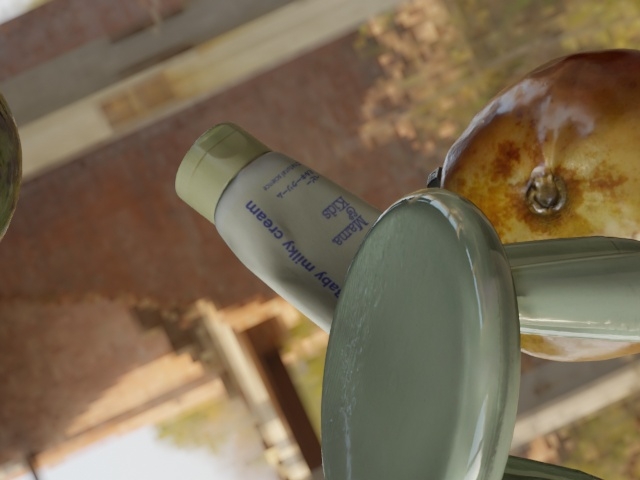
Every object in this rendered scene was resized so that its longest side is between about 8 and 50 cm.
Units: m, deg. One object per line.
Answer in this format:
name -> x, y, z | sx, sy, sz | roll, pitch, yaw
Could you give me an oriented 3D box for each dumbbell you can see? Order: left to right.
dumbbell -> 0.141, -0.068, 1.918 | 0.040, 0.083, 0.036 | 19, -138, -40

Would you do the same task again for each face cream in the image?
face cream -> 0.000, 0.000, 1.422 | 0.224, 0.114, 0.070 | 36, 150, 24

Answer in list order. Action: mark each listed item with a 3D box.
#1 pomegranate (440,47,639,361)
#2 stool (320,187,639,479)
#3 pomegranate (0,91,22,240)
pomegranate -> 0.230, -0.025, 1.508 | 0.270, 0.252, 0.229 | -1, -108, -53
stool -> 0.123, 0.078, 1.005 | 0.195, 0.198, 0.195 | -173, 89, -70
pomegranate -> -0.375, -0.088, 1.634 | 0.242, 0.242, 0.306 | 70, 180, -82
